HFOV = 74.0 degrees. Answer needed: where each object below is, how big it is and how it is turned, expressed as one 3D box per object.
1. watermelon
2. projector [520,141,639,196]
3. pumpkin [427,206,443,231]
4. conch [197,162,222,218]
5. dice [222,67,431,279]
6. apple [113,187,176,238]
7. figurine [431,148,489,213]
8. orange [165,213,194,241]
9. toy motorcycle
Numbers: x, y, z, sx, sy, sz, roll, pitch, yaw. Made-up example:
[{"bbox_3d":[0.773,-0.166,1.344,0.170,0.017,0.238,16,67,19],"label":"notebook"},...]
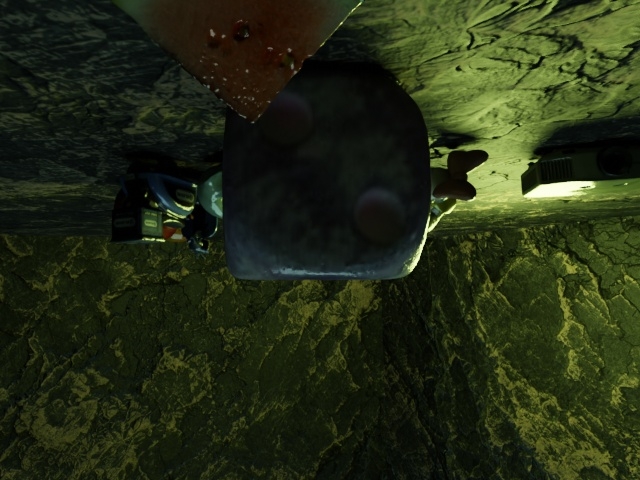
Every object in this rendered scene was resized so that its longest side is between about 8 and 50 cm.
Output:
[{"bbox_3d":[-0.069,-0.190,0.386,0.192,0.137,0.145,0,-150,-7],"label":"watermelon"},{"bbox_3d":[0.611,-0.157,0.949,0.269,0.088,0.193,-3,174,9],"label":"projector"},{"bbox_3d":[0.265,-0.131,1.244,0.139,0.190,0.281,2,131,-32],"label":"pumpkin"},{"bbox_3d":[-0.176,-0.124,0.956,0.220,0.121,0.185,-11,169,21],"label":"conch"},{"bbox_3d":[-0.003,-0.077,0.641,0.269,0.272,0.270,0,175,-8],"label":"dice"},{"bbox_3d":[-0.463,-0.080,1.158,0.180,0.169,0.181,-7,174,-1],"label":"apple"},{"bbox_3d":[0.172,-0.121,1.004,0.420,0.154,0.193,5,145,32],"label":"figurine"},{"bbox_3d":[-0.559,-0.063,1.656,0.154,0.134,0.155,7,-163,-2],"label":"orange"},{"bbox_3d":[-0.346,-0.068,1.030,0.125,0.213,0.358,-3,175,18],"label":"toy motorcycle"}]
